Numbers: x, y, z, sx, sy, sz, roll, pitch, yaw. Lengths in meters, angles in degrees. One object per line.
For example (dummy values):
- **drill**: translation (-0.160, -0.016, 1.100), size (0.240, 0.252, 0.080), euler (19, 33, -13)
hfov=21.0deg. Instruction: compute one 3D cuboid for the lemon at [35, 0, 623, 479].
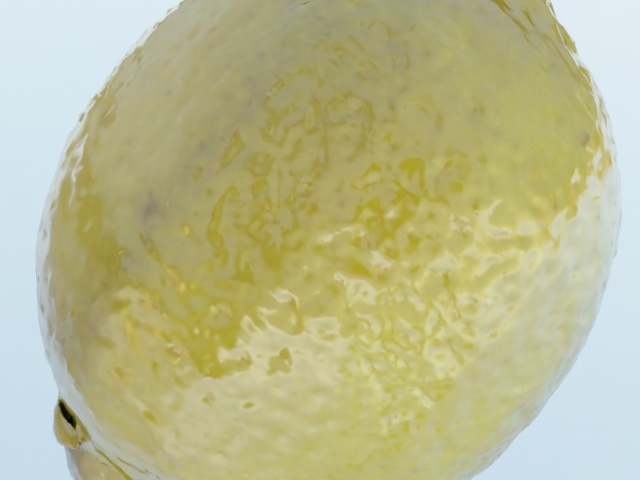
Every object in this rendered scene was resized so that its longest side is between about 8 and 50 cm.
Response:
- **lemon**: translation (0.000, 0.000, 0.599), size (0.188, 0.257, 0.188), euler (35, -169, -8)
